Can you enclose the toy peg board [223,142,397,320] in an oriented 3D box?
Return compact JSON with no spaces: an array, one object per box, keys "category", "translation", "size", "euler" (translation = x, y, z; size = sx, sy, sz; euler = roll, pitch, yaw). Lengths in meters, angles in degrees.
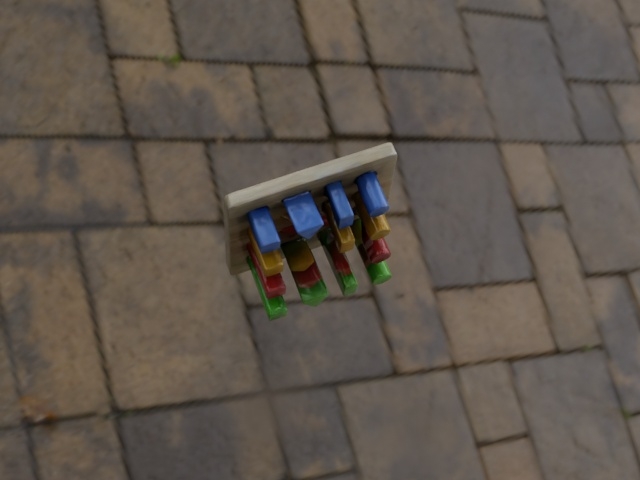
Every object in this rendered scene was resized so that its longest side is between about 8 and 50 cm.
[{"category":"toy peg board","translation":[0.000,0.000,1.322],"size":[0.161,0.161,0.079],"euler":[-19,69,-11]}]
